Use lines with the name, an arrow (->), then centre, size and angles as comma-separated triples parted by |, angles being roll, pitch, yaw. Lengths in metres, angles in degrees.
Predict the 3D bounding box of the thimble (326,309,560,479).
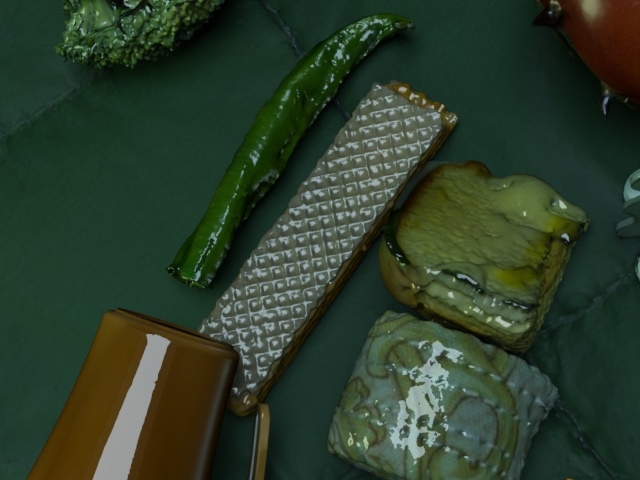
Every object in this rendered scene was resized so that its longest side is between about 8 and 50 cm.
thimble -> 0.113, 0.162, 1.178 | 0.190, 0.137, 0.144 | 22, 78, -4

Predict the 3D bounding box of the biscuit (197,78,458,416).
biscuit -> 0.000, 0.000, 1.280 | 0.094, 0.054, 0.379 | 34, 82, 16

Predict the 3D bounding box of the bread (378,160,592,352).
bread -> 0.145, 0.031, 1.214 | 0.174, 0.251, 0.133 | 19, 121, 12

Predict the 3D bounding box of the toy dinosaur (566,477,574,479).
toy dinosaur -> 0.266, 0.354, 1.136 | 0.117, 0.070, 0.288 | -33, 67, -1

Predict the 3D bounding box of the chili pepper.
chili pepper -> -0.037, -0.103, 1.303 | 0.076, 0.085, 0.359 | 38, 82, -12

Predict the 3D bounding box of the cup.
cup -> -0.154, 0.211, 1.172 | 0.226, 0.182, 0.264 | 20, 87, -18

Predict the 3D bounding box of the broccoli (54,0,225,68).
broccoli -> -0.193, -0.290, 1.333 | 0.226, 0.176, 0.198 | -32, 67, -17

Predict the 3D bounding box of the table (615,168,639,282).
table -> 0.357, -0.039, 1.161 | 0.166, 0.198, 0.167 | -2, 74, 8

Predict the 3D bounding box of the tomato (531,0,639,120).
tomato -> 0.309, -0.242, 1.194 | 0.224, 0.256, 0.256 | -44, 71, 21
